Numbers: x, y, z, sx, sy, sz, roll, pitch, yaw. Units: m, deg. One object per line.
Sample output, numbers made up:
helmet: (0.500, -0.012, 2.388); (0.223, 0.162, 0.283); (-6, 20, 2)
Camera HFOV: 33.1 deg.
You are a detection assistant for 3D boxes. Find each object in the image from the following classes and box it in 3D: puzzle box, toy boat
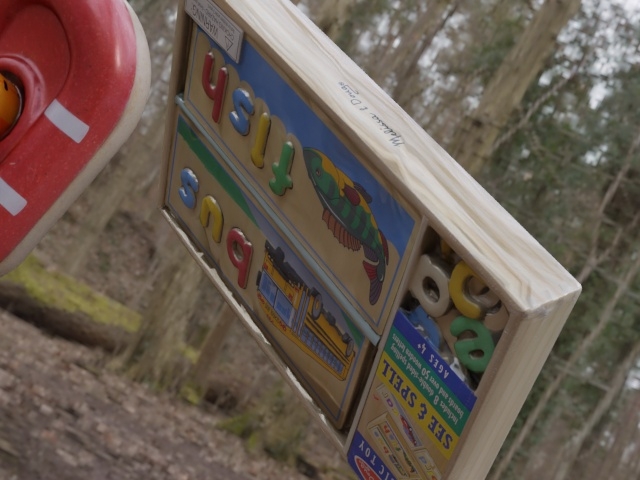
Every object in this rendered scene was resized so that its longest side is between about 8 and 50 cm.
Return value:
puzzle box: (0.000, 0.000, 0.822); (0.409, 0.052, 0.272); (49, -37, 32)
toy boat: (-0.225, -0.093, 0.695); (0.151, 0.231, 0.151); (39, -1, 30)
